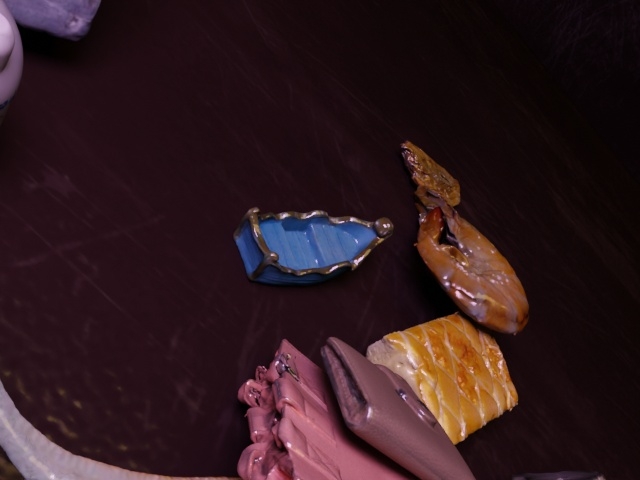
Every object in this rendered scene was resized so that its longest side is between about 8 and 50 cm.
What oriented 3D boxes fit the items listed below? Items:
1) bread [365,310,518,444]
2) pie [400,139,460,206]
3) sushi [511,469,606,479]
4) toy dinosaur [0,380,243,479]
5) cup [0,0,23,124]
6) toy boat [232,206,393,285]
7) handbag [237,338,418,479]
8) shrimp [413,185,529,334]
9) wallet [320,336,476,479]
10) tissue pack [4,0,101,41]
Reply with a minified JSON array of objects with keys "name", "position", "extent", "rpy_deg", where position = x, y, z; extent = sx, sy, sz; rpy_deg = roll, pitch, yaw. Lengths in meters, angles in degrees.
[{"name":"bread","position":[0.140,0.152,0.636],"extent":[0.188,0.068,0.125],"rpy_deg":[-4,64,-49]},{"name":"pie","position":[0.182,-0.098,0.914],"extent":[0.170,0.034,0.092],"rpy_deg":[28,42,-39]},{"name":"sushi","position":[0.210,0.298,0.552],"extent":[0.332,0.124,0.129],"rpy_deg":[2,71,-48]},{"name":"toy dinosaur","position":[-0.088,0.200,0.333],"extent":[0.393,0.092,0.205],"rpy_deg":[50,38,1]},{"name":"cup","position":[-0.271,-0.112,0.338],"extent":[0.174,0.142,0.134],"rpy_deg":[-20,78,-52]},{"name":"toy boat","position":[0.000,0.000,0.598],"extent":[0.186,0.077,0.075],"rpy_deg":[3,59,-46]},{"name":"handbag","position":[0.011,0.166,0.417],"extent":[0.157,0.059,0.212],"rpy_deg":[42,5,-12]},{"name":"shrimp","position":[0.167,0.010,0.746],"extent":[0.152,0.063,0.287],"rpy_deg":[11,34,-33]},{"name":"wallet","position":[0.065,0.145,0.471],"extent":[0.153,0.039,0.118],"rpy_deg":[40,7,-28]},{"name":"tissue pack","position":[-0.301,-0.311,0.366],"extent":[0.361,0.259,0.122],"rpy_deg":[8,30,-44]}]
